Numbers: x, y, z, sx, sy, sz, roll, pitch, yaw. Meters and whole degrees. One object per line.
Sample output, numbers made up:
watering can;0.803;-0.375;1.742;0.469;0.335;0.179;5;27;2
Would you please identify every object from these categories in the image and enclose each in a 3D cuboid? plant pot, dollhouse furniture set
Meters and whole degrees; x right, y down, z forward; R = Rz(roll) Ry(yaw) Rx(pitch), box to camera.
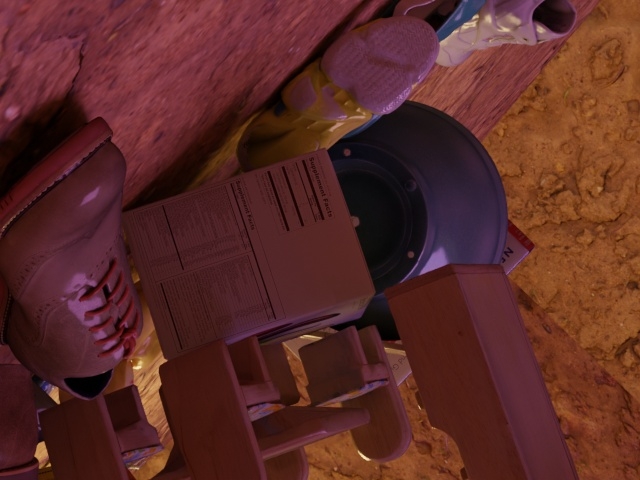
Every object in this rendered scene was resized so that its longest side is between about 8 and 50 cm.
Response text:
plant pot;0.056;-0.022;1.616;0.293;0.293;0.196;-47;171;12
dollhouse furniture set;0.016;0.209;1.337;0.394;0.256;0.362;-23;170;22

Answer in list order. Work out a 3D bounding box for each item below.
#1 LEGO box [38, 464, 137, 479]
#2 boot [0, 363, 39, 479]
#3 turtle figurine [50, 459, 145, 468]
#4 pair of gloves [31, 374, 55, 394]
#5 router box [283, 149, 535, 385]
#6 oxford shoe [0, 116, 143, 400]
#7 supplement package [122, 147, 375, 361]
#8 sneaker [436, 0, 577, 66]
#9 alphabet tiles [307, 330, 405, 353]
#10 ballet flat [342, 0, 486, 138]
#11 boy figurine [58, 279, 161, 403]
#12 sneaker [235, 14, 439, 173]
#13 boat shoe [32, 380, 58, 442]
LEGO box;-0.405;0.433;1.424;0.372;0.193;0.500;-48;160;20
boot;-0.330;0.151;1.091;0.305;0.112;0.115;-2;101;-63
turtle figurine;-0.374;0.378;2.176;0.234;0.118;0.175;-23;147;-35
pair of gloves;-0.274;0.132;1.632;0.159;0.023;0.198;-48;175;17
router box;0.069;0.025;1.943;0.335;0.301;0.082;-47;174;14
oxford shoe;-0.173;0.023;1.054;0.123;0.130;0.348;-43;174;-24
supplement package;-0.070;0.028;1.380;0.203;0.149;0.194;-18;171;-5
sneaker;0.211;-0.265;1.678;0.114;0.152;0.305;-46;176;-21
alphabet tiles;0.054;0.123;1.674;0.285;0.342;0.011;20;79;-68
ballet flat;0.078;-0.218;1.513;0.247;0.083;0.087;-46;150;-2
boy figurine;-0.176;0.081;1.554;0.285;0.092;0.177;-52;176;-18
sneaker;0.013;-0.148;1.464;0.240;0.091;0.126;-34;-176;-1
boat shoe;-0.316;0.179;1.435;0.070;0.078;0.219;-46;166;-3
